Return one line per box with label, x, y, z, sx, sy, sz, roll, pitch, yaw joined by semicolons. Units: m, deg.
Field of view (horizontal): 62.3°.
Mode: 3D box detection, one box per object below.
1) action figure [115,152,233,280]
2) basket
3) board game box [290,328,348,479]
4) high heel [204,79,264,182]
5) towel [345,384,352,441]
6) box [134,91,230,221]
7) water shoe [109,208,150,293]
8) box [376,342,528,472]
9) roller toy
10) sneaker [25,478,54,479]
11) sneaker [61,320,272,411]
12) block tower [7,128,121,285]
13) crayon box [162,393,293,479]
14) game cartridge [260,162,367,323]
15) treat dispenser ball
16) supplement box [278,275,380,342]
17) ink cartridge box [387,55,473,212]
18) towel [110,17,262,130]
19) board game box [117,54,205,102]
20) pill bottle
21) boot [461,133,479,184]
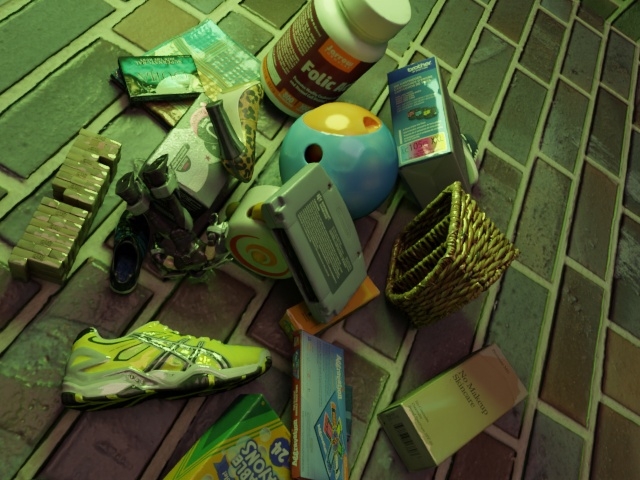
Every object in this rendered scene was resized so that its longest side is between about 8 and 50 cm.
action figure;-0.290;-0.024;1.085;0.185;0.285;0.099;-21;31;5
basket;0.259;0.052;1.236;0.213;0.299;0.223;-37;84;-33
board game box;-0.002;0.330;1.050;0.145;0.027;0.281;33;44;-39
high heel;-0.167;-0.253;1.201;0.261;0.093;0.186;-62;139;-55
towel;0.037;0.364;1.129;0.067;0.029;0.119;15;58;-17
box;-0.287;-0.183;1.201;0.163;0.142;0.247;37;53;-19
water shoe;-0.394;0.009;1.105;0.073;0.080;0.203;7;61;-21
box;0.299;0.367;1.185;0.311;0.121;0.148;-23;73;-31
roller toy;-0.109;-0.012;1.171;0.191;0.209;0.146;44;52;-27
sneaker;-0.364;0.448;0.847;0.286;0.130;0.109;16;56;-17
sneaker;-0.277;0.222;1.003;0.385;0.145;0.147;1;63;-25
block tower;-0.514;-0.068;1.090;0.097;0.091;0.335;20;57;-12
crayon box;-0.164;0.451;0.903;0.323;0.083;0.203;-44;108;-40
game cartridge;0.000;0.000;1.114;0.198;0.062;0.297;-51;125;-46
treat dispenser ball;0.044;-0.186;1.278;0.288;0.288;0.288;10;59;-18
supplement box;0.022;0.153;1.211;0.233;0.080;0.078;-25;74;-34
ink cartridge box;0.300;-0.305;1.463;0.270;0.151;0.395;46;38;-53
towel;-0.323;-0.437;1.410;0.271;0.040;0.370;41;55;3
board game box;-0.398;-0.409;1.328;0.186;0.026;0.126;-13;70;-27
pill bottle;0.031;-0.505;1.364;0.224;0.392;0.224;18;58;-31
boot;0.462;-0.257;1.633;0.086;0.069;0.190;-8;65;-24
